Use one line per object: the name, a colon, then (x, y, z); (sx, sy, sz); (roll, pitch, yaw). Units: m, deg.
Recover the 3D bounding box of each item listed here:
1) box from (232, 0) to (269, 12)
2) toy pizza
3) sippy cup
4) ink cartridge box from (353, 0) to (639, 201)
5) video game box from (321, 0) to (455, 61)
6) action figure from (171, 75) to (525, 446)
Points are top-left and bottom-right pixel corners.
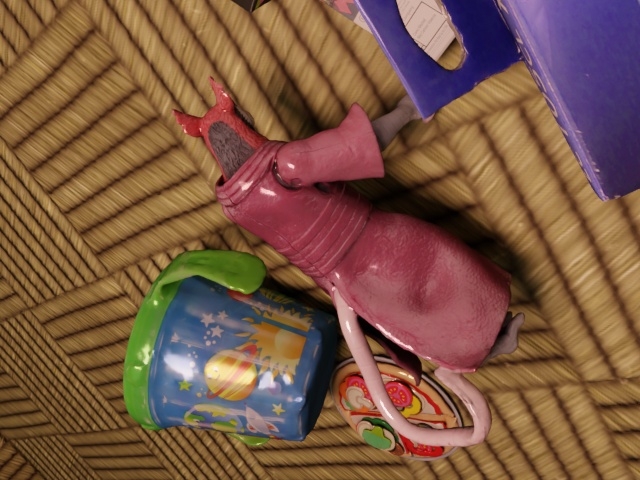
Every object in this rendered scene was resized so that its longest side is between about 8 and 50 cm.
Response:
box: (-0.078, -0.268, 0.613); (0.083, 0.052, 0.062); (34, 137, 5)
toy pizza: (0.099, 0.244, 0.915); (0.201, 0.032, 0.201); (18, 132, 21)
sippy cup: (-0.101, 0.154, 0.858); (0.223, 0.240, 0.305); (12, 169, 13)
ink cartridge box: (0.204, -0.206, 0.319); (0.395, 0.151, 0.270); (-27, 108, 23)
video game box: (0.056, -0.249, 0.490); (0.187, 0.048, 0.205); (29, 151, -7)
action figure: (0.000, 0.000, 0.636); (0.370, 0.276, 0.248); (36, 144, -16)
